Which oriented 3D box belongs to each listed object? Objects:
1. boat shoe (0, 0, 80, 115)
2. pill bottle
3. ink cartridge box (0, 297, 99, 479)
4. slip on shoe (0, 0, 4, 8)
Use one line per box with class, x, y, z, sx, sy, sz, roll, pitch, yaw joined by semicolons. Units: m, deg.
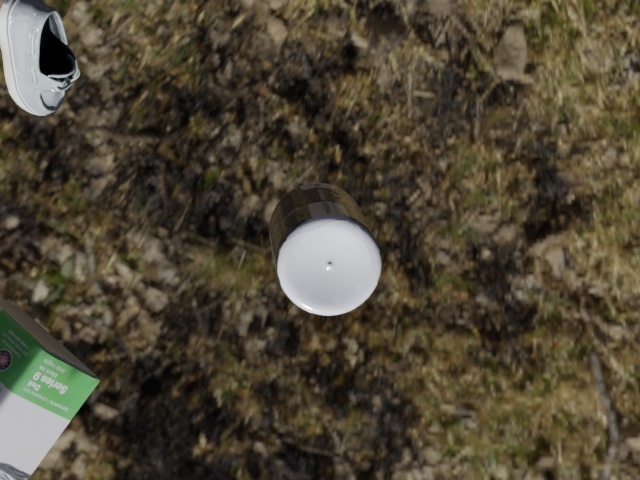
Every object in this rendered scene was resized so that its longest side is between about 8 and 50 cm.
boat shoe;-0.355;-0.227;1.620;0.081;0.079;0.227;27;153;15
pill bottle;0.000;0.000;1.627;0.131;0.245;0.130;-1;105;-5
ink cartridge box;-0.459;0.230;1.640;0.289;0.211;0.121;-55;141;-4
slip on shoe;-0.366;-0.288;1.408;0.051;0.041;0.135;37;109;23
